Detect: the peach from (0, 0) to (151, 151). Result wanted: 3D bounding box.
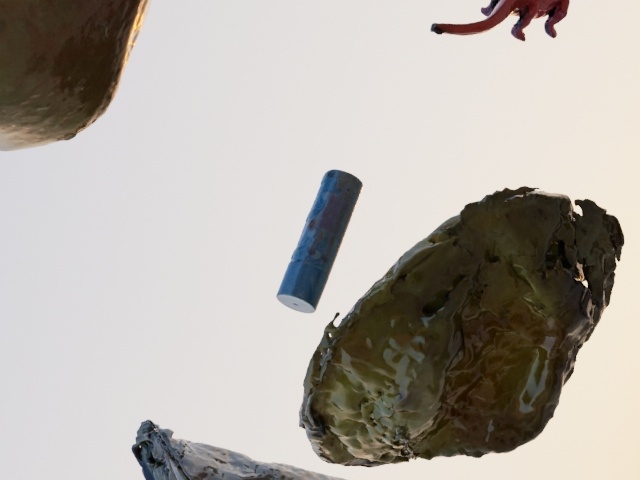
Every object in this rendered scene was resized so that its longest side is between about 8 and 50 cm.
[{"bbox_3d":[-0.195,-0.169,1.183,0.232,0.232,0.232,-52,-26,-37],"label":"peach"}]

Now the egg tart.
[{"bbox_3d":[0.116,0.084,1.345,0.297,0.132,0.297,-28,-32,-19],"label":"egg tart"}]

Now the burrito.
[{"bbox_3d":[-0.045,0.287,1.801,0.175,0.348,0.107,-64,-7,-67],"label":"burrito"}]

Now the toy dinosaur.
[{"bbox_3d":[0.243,-0.305,2.062,0.286,0.070,0.139,-14,-44,-48],"label":"toy dinosaur"}]

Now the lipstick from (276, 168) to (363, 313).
[{"bbox_3d":[0.000,0.000,1.951,0.048,0.048,0.158,67,-139,-63],"label":"lipstick"}]
